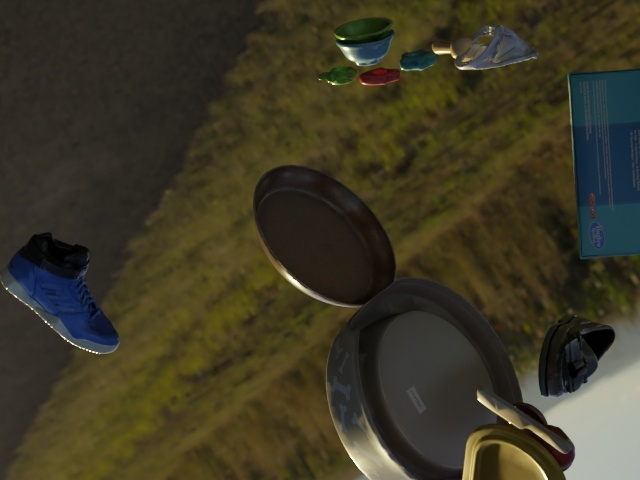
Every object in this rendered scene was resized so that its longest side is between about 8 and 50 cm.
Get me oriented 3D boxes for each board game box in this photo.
[{"bbox_3d":[0.512,-0.113,1.794,0.336,0.253,0.079,-3,-176,10],"label":"board game box"}]

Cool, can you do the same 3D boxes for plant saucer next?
[{"bbox_3d":[0.000,0.000,2.395,0.310,0.310,0.050,-22,160,-50],"label":"plant saucer"}]

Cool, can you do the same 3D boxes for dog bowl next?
[{"bbox_3d":[0.153,0.233,1.991,0.102,0.348,0.349,-32,173,41],"label":"dog bowl"}]

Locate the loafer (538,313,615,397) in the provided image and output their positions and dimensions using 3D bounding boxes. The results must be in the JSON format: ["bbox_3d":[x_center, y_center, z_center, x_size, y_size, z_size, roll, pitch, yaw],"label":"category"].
[{"bbox_3d":[0.397,0.171,2.048,0.084,0.096,0.267,1,-166,20],"label":"loafer"}]

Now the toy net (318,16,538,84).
[{"bbox_3d":[0.117,-0.209,1.442,0.232,0.045,0.122,1,-156,23],"label":"toy net"}]

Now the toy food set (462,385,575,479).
[{"bbox_3d":[0.231,0.243,1.468,0.071,0.128,0.218,-41,146,-37],"label":"toy food set"}]

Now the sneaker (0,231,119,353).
[{"bbox_3d":[-0.269,0.054,1.459,0.084,0.152,0.058,-49,-175,21],"label":"sneaker"}]
